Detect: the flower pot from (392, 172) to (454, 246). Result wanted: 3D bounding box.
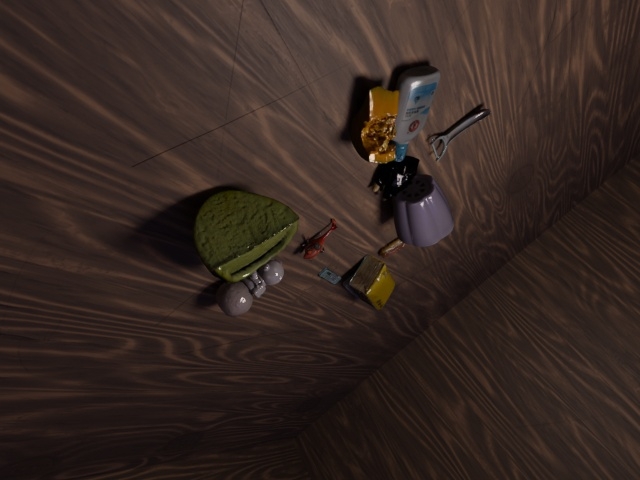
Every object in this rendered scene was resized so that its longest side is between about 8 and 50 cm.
[{"bbox_3d":[0.424,-0.144,1.777,0.265,0.265,0.243,-33,138,-5],"label":"flower pot"}]

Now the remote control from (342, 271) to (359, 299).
[{"bbox_3d":[0.199,0.246,2.243,0.103,0.034,0.250,-39,147,3],"label":"remote control"}]

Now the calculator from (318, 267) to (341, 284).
[{"bbox_3d":[0.047,0.175,2.029,0.057,0.018,0.172,-42,146,6],"label":"calculator"}]

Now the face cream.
[{"bbox_3d":[0.300,-0.423,1.444,0.163,0.080,0.337,-20,144,-25],"label":"face cream"}]

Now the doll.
[{"bbox_3d":[-0.264,0.173,1.623,0.287,0.151,0.151,-35,148,-8],"label":"doll"}]

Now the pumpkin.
[{"bbox_3d":[0.171,-0.379,1.359,0.131,0.126,0.248,-10,121,-23],"label":"pumpkin"}]

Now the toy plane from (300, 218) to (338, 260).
[{"bbox_3d":[0.001,0.003,1.720,0.194,0.077,0.126,-37,158,-17],"label":"toy plane"}]

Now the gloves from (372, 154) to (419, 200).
[{"bbox_3d":[0.291,-0.236,1.656,0.164,0.124,0.203,-4,130,-14],"label":"gloves"}]

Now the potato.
[{"bbox_3d":[-0.263,-0.015,1.360,0.330,0.213,0.280,-33,167,-24],"label":"potato"}]

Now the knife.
[{"bbox_3d":[0.552,-0.446,1.678,0.278,0.053,0.123,-38,143,2],"label":"knife"}]

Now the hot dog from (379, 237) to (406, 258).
[{"bbox_3d":[0.372,0.034,2.126,0.165,0.045,0.071,-32,149,-6],"label":"hot dog"}]

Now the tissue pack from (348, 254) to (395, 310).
[{"bbox_3d":[0.273,0.220,2.141,0.192,0.134,0.271,-55,149,-10],"label":"tissue pack"}]
